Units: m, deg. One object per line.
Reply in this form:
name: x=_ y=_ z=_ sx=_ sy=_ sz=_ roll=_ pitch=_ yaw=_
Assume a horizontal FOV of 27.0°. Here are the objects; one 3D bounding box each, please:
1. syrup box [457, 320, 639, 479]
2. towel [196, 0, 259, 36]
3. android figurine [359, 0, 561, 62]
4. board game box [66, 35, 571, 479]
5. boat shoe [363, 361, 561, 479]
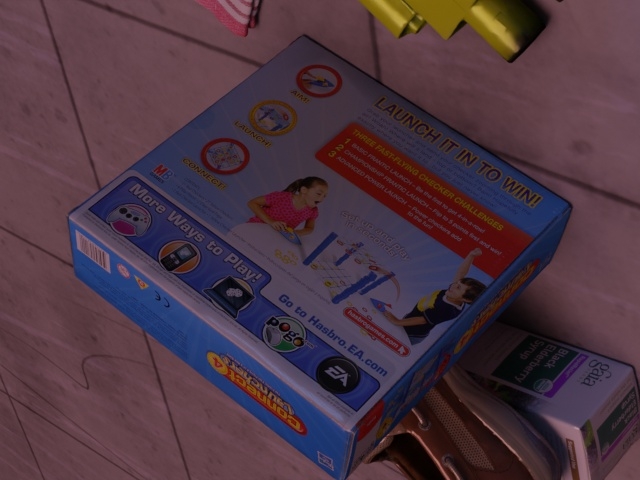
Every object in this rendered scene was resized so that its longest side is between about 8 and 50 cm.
syrup box: x=0.180 y=0.146 z=1.278 sx=0.237 sy=0.093 sz=0.096 roll=18 pitch=137 yaw=40
towel: x=-0.111 y=-0.292 z=1.220 sx=0.144 sy=0.029 sz=0.197 roll=36 pitch=146 yaw=18
android figurine: x=0.077 y=-0.261 z=1.002 sx=0.273 sy=0.056 sz=0.248 roll=45 pitch=149 yaw=2
board game box: x=0.000 y=0.000 z=1.141 sx=0.308 sy=0.302 sz=0.086 roll=36 pitch=147 yaw=21
boat shoe: x=0.065 y=0.146 z=1.206 sx=0.324 sy=0.116 sz=0.123 roll=40 pitch=156 yaw=15
